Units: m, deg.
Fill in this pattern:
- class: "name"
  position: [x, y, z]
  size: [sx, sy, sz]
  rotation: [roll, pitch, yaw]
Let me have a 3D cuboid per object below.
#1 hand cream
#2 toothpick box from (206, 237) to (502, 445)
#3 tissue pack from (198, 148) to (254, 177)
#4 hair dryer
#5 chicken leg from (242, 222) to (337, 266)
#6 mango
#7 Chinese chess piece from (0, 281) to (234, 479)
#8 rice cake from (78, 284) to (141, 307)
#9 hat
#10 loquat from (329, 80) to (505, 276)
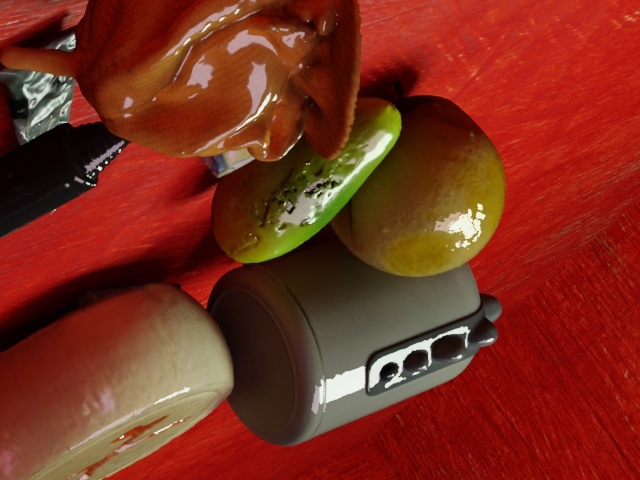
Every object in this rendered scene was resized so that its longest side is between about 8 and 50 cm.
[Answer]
- class: "hand cream"
  position: [-0.227, -0.091, 1.532]
  size: [0.075, 0.052, 0.248]
  rotation: [-54, 171, -26]
- class: "toothpick box"
  position: [0.055, 0.097, 2.223]
  size: [0.316, 0.229, 0.229]
  rotation: [-18, 160, -32]
- class: "tissue pack"
  position: [-0.062, -0.126, 1.755]
  size: [0.115, 0.065, 0.155]
  rotation: [-33, 168, -12]
- class: "hair dryer"
  position: [-0.271, -0.006, 1.455]
  size: [0.352, 0.107, 0.189]
  rotation: [-26, 172, 13]
- class: "chicken leg"
  position: [-0.001, -0.001, 2.334]
  size: [0.207, 0.085, 0.101]
  rotation: [-42, 133, 0]
- class: "mango"
  position: [-0.018, -0.070, 1.977]
  size: [0.233, 0.111, 0.125]
  rotation: [-39, 171, 14]
- class: "Chinese chess piece"
  position: [-0.258, 0.176, 2.120]
  size: [0.338, 0.140, 0.338]
  rotation: [-28, 170, -5]
- class: "rice cake"
  position: [-0.225, 0.064, 2.128]
  size: [0.021, 0.022, 0.121]
  rotation: [-39, 167, 22]
- class: "hat"
  position: [-0.115, -0.152, 1.382]
  size: [0.233, 0.244, 0.233]
  rotation: [-11, 122, -15]
- class: "loquat"
  position: [0.098, -0.062, 2.104]
  size: [0.213, 0.213, 0.213]
  rotation: [-33, 167, -9]
